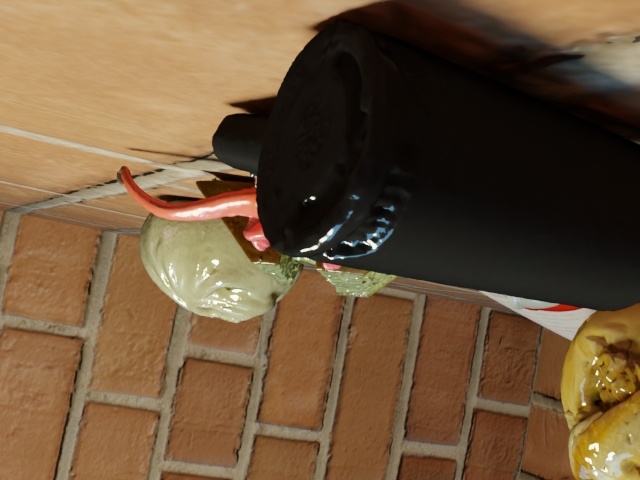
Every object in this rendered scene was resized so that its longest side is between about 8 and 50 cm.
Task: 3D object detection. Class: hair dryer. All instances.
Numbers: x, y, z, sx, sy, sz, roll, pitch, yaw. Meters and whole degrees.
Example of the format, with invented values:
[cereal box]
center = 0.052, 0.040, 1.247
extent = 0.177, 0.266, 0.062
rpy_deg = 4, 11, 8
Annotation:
[hair dryer]
center = 0.025, -0.040, 0.453
extent = 0.197, 0.089, 0.251
rpy_deg = 11, -174, -36

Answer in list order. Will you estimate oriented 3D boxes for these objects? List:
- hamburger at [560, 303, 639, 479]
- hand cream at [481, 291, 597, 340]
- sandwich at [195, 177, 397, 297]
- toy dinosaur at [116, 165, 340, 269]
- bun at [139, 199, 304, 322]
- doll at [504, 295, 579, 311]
[hamburger]
center = 0.372, 0.148, 0.826
extent = 0.284, 0.174, 0.304
rpy_deg = -20, 144, 21
[hand cream]
center = 0.280, 0.058, 0.946
extent = 0.359, 0.118, 0.185
rpy_deg = 22, 172, -32
[sandwich]
center = 0.000, 0.000, 0.854
extent = 0.244, 0.088, 0.090
rpy_deg = 10, 172, 11
[toy dinosaur]
center = -0.038, -0.037, 0.730
extent = 0.286, 0.070, 0.139
rpy_deg = 13, 166, 3
[bun]
center = -0.130, 0.035, 1.206
extent = 0.231, 0.133, 0.231
rpy_deg = 13, 163, 4
[doll]
center = 0.186, 0.016, 0.698
extent = 0.227, 0.075, 0.102
rpy_deg = 1, -167, -43
